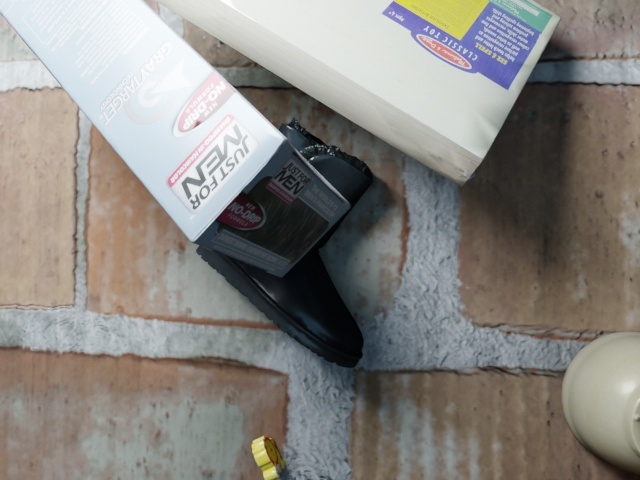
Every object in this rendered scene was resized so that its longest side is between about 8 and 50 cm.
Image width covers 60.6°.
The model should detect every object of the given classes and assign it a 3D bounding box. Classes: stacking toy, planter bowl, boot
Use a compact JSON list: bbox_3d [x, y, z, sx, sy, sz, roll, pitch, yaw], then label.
[{"bbox_3d":[-0.091,0.373,0.672,0.167,0.052,0.221,-27,88,4],"label":"stacking toy"},{"bbox_3d":[0.369,0.189,0.607,0.162,0.109,0.162,0,89,5],"label":"planter bowl"},{"bbox_3d":[0.000,0.000,0.645,0.246,0.094,0.207,39,96,10],"label":"boot"}]

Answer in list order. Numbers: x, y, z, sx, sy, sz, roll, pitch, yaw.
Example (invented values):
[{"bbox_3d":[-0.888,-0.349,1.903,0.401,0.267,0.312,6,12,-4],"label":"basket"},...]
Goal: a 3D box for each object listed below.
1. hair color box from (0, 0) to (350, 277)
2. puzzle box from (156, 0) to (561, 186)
[{"bbox_3d":[-0.152,-0.140,0.561,0.113,0.185,0.374,-46,68,4],"label":"hair color box"},{"bbox_3d":[0.040,-0.260,0.599,0.409,0.052,0.272,33,58,5],"label":"puzzle box"}]
